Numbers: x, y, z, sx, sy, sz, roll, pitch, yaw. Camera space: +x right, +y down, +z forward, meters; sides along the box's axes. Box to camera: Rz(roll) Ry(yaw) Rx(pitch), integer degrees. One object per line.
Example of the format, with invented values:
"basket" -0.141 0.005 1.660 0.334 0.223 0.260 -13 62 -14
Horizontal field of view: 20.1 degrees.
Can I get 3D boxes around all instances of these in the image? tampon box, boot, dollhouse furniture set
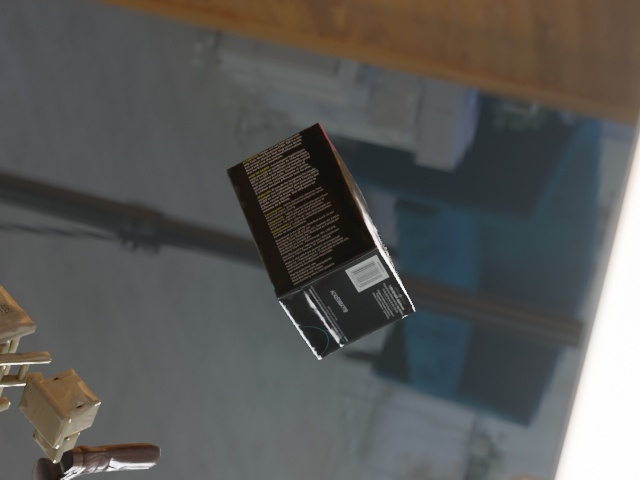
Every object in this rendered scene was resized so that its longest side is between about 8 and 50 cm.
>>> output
"tampon box" 0.000 0.000 1.655 0.120 0.101 0.161 57 8 -53
"boot" -0.235 0.238 1.908 0.114 0.106 0.037 -2 74 -39
"dollhouse furniture set" -0.298 0.167 1.589 0.101 0.161 0.182 -20 145 -42
